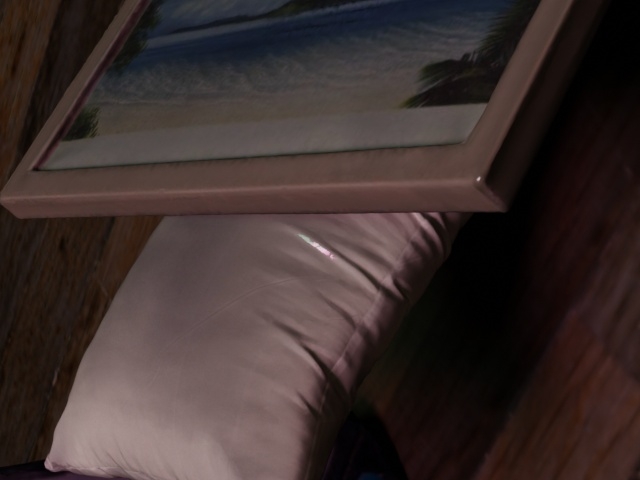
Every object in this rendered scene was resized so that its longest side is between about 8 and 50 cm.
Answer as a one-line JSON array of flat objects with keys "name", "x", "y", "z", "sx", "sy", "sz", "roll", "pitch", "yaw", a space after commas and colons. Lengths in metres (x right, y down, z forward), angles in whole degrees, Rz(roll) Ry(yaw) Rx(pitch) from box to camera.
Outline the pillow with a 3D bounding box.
[{"name": "pillow", "x": 0.000, "y": 0.001, "z": 0.622, "sx": 0.144, "sy": 0.078, "sz": 0.254, "roll": 16, "pitch": 64, "yaw": 44}]

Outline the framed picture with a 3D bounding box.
[{"name": "framed picture", "x": 0.008, "y": -0.106, "z": 0.624, "sx": 0.315, "sy": 0.024, "sz": 0.232, "roll": -1, "pitch": 54, "yaw": 53}]

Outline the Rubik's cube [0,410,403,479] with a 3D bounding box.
[{"name": "Rubik's cube", "x": -0.107, "y": 0.276, "z": 0.702, "sx": 0.305, "sy": 0.307, "sz": 0.310, "roll": -54, "pitch": 52, "yaw": 44}]
